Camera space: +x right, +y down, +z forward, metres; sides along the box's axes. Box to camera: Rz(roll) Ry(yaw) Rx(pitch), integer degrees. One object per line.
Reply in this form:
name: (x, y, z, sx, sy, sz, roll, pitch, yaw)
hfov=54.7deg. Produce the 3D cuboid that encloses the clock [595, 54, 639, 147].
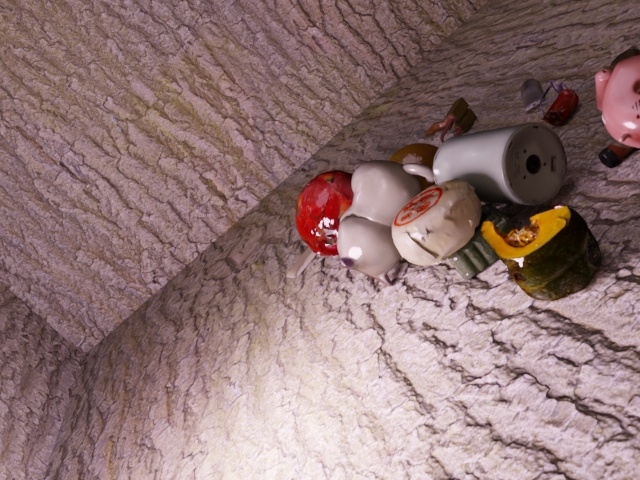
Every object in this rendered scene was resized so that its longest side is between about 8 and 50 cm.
clock: (0.775, -0.321, 1.433, 0.227, 0.142, 0.241, -11, 47, 18)

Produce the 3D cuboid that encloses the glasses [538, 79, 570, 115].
glasses: (0.743, -0.465, 2.014, 0.104, 0.062, 0.140, -39, 18, 11)

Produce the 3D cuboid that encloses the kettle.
kettle: (0.491, -0.212, 1.666, 0.265, 0.205, 0.318, -37, 15, -17)

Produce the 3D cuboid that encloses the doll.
doll: (0.172, -0.072, 1.842, 0.226, 0.215, 0.370, 19, 83, 55)

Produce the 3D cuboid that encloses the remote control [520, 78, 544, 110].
remote control: (0.737, -0.519, 2.170, 0.073, 0.044, 0.229, -27, 22, 27)

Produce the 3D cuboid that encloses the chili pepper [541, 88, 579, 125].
chili pepper: (0.740, -0.408, 1.888, 0.070, 0.073, 0.123, 31, 70, 26)

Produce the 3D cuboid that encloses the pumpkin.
pumpkin: (0.485, 0.003, 1.361, 0.190, 0.139, 0.280, -40, 21, 15)

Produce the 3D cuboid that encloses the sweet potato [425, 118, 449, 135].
sweet potato: (0.502, -0.477, 2.544, 0.179, 0.044, 0.044, -28, 23, 37)

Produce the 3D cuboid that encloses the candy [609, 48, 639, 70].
candy: (0.857, -0.436, 1.671, 0.102, 0.104, 0.234, -28, 23, 21)

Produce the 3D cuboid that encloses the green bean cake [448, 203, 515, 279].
green bean cake: (0.408, -0.005, 1.613, 0.183, 0.094, 0.185, -38, 14, 11)

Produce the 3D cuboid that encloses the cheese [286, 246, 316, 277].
cheese: (0.001, 0.002, 2.459, 0.400, 0.034, 0.085, -50, 16, -25)

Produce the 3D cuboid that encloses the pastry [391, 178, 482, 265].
pastry: (0.297, -0.049, 1.583, 0.265, 0.133, 0.265, -35, 14, 10)

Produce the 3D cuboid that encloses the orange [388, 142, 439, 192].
orange: (0.324, -0.211, 2.019, 0.236, 0.236, 0.236, -36, 20, 15)

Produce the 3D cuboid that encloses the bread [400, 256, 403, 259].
bread: (0.298, 0.001, 1.893, 0.154, 0.028, 0.068, -35, 20, 14)

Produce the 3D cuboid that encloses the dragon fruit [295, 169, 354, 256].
dragon fruit: (0.050, -0.094, 2.202, 0.296, 0.296, 0.301, -29, 42, 32)

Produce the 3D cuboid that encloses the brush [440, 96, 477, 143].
brush: (0.505, -0.428, 2.332, 0.047, 0.103, 0.233, -19, 30, 53)

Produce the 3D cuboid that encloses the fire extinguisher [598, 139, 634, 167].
fire extinguisher: (0.767, -0.250, 1.514, 0.177, 0.050, 0.062, -41, 30, 3)
